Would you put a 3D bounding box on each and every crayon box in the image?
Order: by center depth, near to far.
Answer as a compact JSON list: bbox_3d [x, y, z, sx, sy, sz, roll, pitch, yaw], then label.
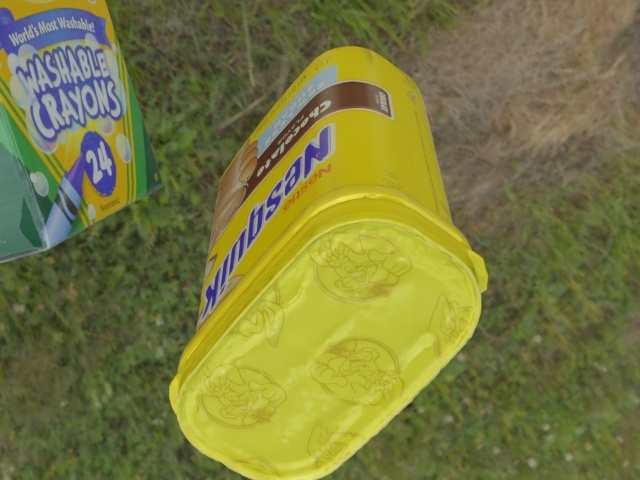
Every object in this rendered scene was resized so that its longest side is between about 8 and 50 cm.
[{"bbox_3d":[-0.236,-0.162,0.763,0.083,0.203,0.323,-13,102,18],"label":"crayon box"}]

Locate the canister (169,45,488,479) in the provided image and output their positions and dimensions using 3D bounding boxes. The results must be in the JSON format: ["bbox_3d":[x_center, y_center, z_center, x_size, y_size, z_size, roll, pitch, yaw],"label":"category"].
[{"bbox_3d":[0.000,0.000,0.436,0.073,0.170,0.126,33,115,-19],"label":"canister"}]
